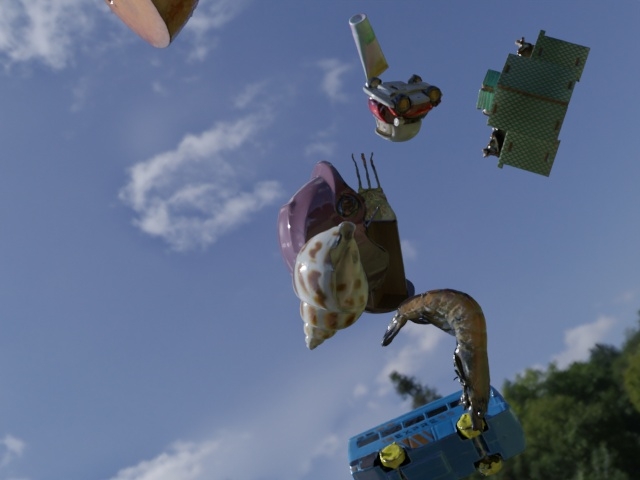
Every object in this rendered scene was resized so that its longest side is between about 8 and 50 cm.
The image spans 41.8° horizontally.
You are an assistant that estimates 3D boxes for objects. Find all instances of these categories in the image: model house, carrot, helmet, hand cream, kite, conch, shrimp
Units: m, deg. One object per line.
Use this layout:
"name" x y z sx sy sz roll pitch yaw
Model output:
"model house" 0.384 -0.261 1.560 0.206 0.178 0.271 -21 -49 -76
"carrot" -0.249 -0.488 1.461 0.254 0.196 0.196 -48 -27 -15
"helmet" 0.000 0.000 1.988 0.197 0.338 0.271 -29 2 -21
"hand cream" 0.119 -0.475 2.066 0.076 0.047 0.174 -42 -46 -18
"kite" 0.150 -0.147 2.510 0.141 0.245 0.015 -7 -9 -30
"conch" 0.015 0.097 1.730 0.183 0.149 0.274 -19 -73 -57
"shrimp" 0.209 0.219 1.505 0.051 0.198 0.262 -13 -86 -64

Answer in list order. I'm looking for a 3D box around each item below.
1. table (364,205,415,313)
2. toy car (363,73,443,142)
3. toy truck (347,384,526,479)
"table" 0.141 0.044 2.099 0.167 0.167 0.226 -32 -55 -33
"toy car" 0.150 -0.235 1.536 0.139 0.112 0.112 -13 -56 -25
"toy truck" 0.255 0.457 1.870 0.385 0.162 0.161 -25 -65 6
